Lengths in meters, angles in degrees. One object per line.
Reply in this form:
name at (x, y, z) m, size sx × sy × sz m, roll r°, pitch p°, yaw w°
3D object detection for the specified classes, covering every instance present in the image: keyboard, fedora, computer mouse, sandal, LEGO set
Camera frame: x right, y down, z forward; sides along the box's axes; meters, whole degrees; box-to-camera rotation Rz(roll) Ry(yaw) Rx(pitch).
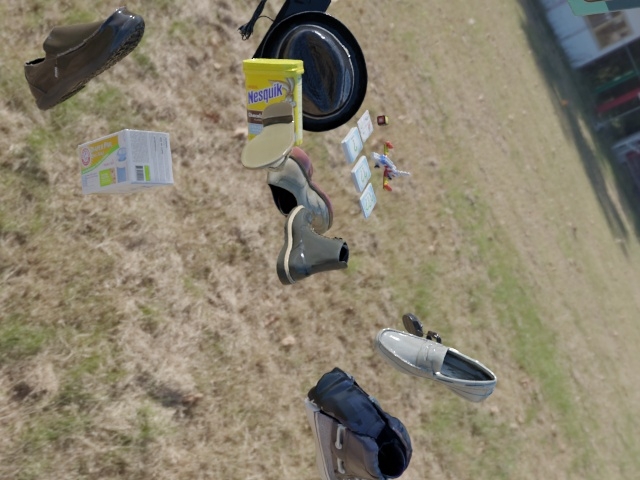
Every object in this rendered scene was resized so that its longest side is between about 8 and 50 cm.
keyboard at (-0.128, -0.668, 1.814) m, size 0.201 × 0.317 × 0.033 m, roll 31°, pitch 14°, yaw -16°
fedora at (-0.016, -0.463, 1.621) m, size 0.334 × 0.334 × 0.152 m, roll 58°, pitch 7°, yaw -13°
computer mouse at (0.307, 0.264, 1.744) m, size 0.242 × 0.041 × 0.071 m, roll -153°, pitch -133°, yaw -72°
sandal at (-0.081, -0.165, 1.069) m, size 0.240 × 0.088 × 0.079 m, roll -82°, pitch 165°, yaw -51°
LEGO set at (0.127, -0.184, 1.277) m, size 0.244 × 0.060 × 0.183 m, roll -57°, pitch 135°, yaw -51°

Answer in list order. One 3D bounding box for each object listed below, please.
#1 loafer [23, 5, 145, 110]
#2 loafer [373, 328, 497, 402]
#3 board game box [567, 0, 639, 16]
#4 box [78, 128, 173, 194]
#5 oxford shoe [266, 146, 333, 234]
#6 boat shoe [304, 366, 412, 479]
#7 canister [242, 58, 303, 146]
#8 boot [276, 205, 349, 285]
loafer at (-0.323, -0.247, 0.767) m, size 0.078 × 0.220 × 0.080 m, roll 56°, pitch 30°, yaw -20°
loafer at (0.289, 0.301, 1.480) m, size 0.319 × 0.112 × 0.112 m, roll 22°, pitch 52°, yaw 6°
board game box at (0.430, -0.497, 0.857) m, size 0.336 × 0.253 × 0.079 m, roll 43°, pitch 81°, yaw -31°
box at (-0.421, -0.163, 1.256) m, size 0.103 × 0.203 × 0.114 m, roll -5°, pitch 90°, yaw -49°
oxford shoe at (-0.063, -0.098, 1.512) m, size 0.130 × 0.122 × 0.348 m, roll -65°, pitch 149°, yaw -23°
boat shoe at (0.078, 0.374, 0.990) m, size 0.127 × 0.158 × 0.341 m, roll -38°, pitch 134°, yaw -21°
canister at (-0.097, -0.286, 1.220) m, size 0.073 × 0.126 × 0.170 m, roll -42°, pitch 137°, yaw -58°
boot at (0.000, 0.000, 1.144) m, size 0.198 × 0.136 × 0.077 m, roll -83°, pitch 151°, yaw -42°
